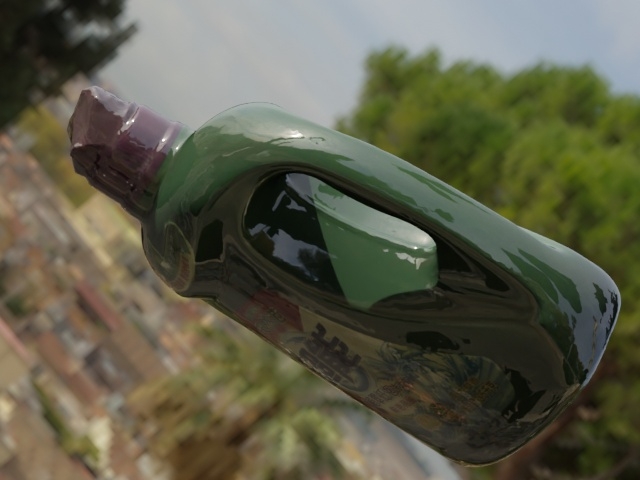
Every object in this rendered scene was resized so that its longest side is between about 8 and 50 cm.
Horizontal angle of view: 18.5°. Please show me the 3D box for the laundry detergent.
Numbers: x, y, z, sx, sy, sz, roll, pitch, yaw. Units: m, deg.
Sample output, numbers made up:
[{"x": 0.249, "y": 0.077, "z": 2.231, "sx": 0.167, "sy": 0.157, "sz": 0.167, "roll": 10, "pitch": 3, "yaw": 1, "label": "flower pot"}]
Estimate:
[{"x": 0.000, "y": 0.000, "z": 0.778, "sx": 0.221, "sy": 0.078, "sz": 0.144, "roll": 33, "pitch": -30, "yaw": -6, "label": "laundry detergent"}]
